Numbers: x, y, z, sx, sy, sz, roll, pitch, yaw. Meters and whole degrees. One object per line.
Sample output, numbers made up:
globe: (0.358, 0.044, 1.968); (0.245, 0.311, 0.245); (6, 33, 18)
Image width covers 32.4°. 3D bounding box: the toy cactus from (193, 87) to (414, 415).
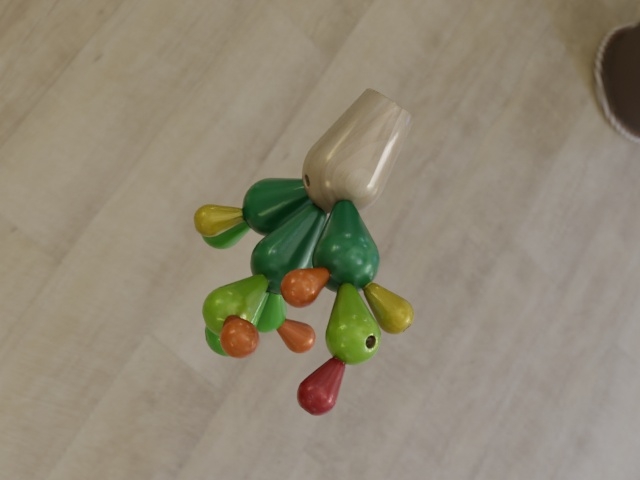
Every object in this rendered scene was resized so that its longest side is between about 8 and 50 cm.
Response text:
toy cactus: (0.000, 0.000, 0.651); (0.112, 0.219, 0.180); (33, 93, -21)
